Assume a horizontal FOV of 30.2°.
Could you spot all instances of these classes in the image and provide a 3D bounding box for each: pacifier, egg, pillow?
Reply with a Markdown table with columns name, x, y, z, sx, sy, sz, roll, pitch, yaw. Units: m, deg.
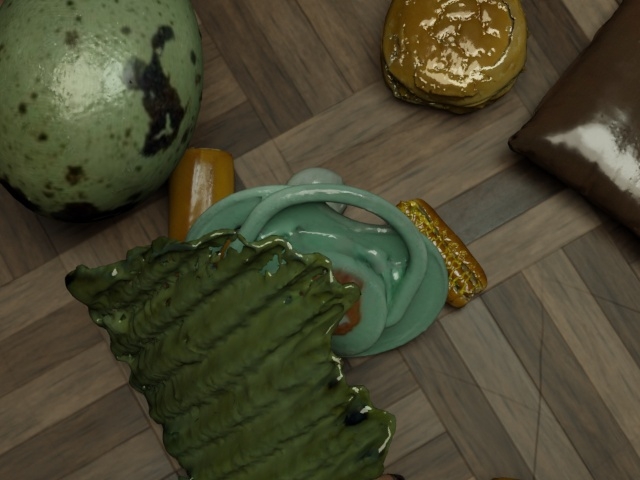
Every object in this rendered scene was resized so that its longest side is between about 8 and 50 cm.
| name | x | y | z | sx | sy | sz | roll | pitch | yaw |
| --- | --- | --- | --- | --- | --- | --- | --- | --- | --- |
| pacifier | 0.000 | 0.000 | 1.509 | 0.343 | 0.288 | 0.269 | 20 | 40 | -21 |
| egg | -0.294 | -0.207 | 1.522 | 0.287 | 0.287 | 0.379 | 6 | 65 | 1 |
| pillow | 0.461 | -0.153 | 1.608 | 0.305 | 0.108 | 0.308 | 37 | 78 | 6 |

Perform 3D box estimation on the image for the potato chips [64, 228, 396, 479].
| name | x | y | z | sx | sy | sz | roll | pitch | yaw |
| --- | --- | --- | --- | --- | --- | --- | --- | --- | --- |
| potato chips | -0.115 | 0.150 | 1.409 | 0.389 | 0.097 | 0.373 | -9 | 111 | 34 |

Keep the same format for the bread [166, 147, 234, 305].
| name | x | y | z | sx | sy | sz | roll | pitch | yaw |
| --- | --- | --- | --- | --- | --- | --- | --- | --- | --- |
| bread | -0.161 | -0.016 | 1.584 | 0.092 | 0.074 | 0.239 | -3 | 76 | 4 |

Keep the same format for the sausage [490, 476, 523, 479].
| name | x | y | z | sx | sy | sz | roll | pitch | yaw |
| --- | --- | --- | --- | --- | --- | --- | --- | --- | --- |
| sausage | 0.208 | 0.453 | 1.460 | 0.112 | 0.112 | 0.328 | 20 | 77 | 4 |

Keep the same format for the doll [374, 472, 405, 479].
| name | x | y | z | sx | sy | sz | roll | pitch | yaw |
| --- | --- | --- | --- | --- | --- | --- | --- | --- | --- |
| doll | -0.009 | 0.400 | 1.469 | 0.303 | 0.156 | 0.201 | -16 | 33 | -19 |

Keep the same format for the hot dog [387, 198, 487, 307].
| name | x | y | z | sx | sy | sz | roll | pitch | yaw |
| --- | --- | --- | --- | --- | --- | --- | --- | --- | --- |
| hot dog | 0.156 | 0.013 | 1.596 | 0.071 | 0.045 | 0.165 | -37 | 81 | -7 |

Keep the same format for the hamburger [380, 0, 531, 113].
| name | x | y | z | sx | sy | sz | roll | pitch | yaw |
| --- | --- | --- | --- | --- | --- | --- | --- | --- | --- |
| hamburger | 0.186 | -0.276 | 1.640 | 0.213 | 0.108 | 0.214 | -1 | 76 | 4 |
